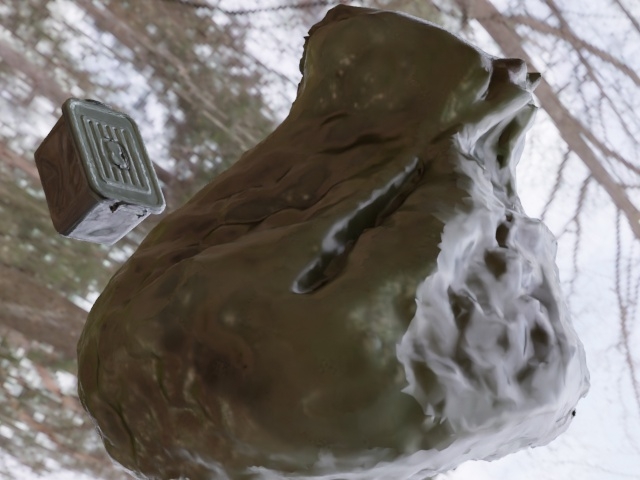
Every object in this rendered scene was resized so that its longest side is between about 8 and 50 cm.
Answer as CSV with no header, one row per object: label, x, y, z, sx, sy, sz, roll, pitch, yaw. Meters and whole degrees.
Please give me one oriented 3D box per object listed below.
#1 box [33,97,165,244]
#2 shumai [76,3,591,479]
box,-0.199,-0.057,1.122,0.069,0.084,0.122,-40,-125,29
shumai,0.000,0.000,0.570,0.225,0.260,0.222,-6,-88,19
